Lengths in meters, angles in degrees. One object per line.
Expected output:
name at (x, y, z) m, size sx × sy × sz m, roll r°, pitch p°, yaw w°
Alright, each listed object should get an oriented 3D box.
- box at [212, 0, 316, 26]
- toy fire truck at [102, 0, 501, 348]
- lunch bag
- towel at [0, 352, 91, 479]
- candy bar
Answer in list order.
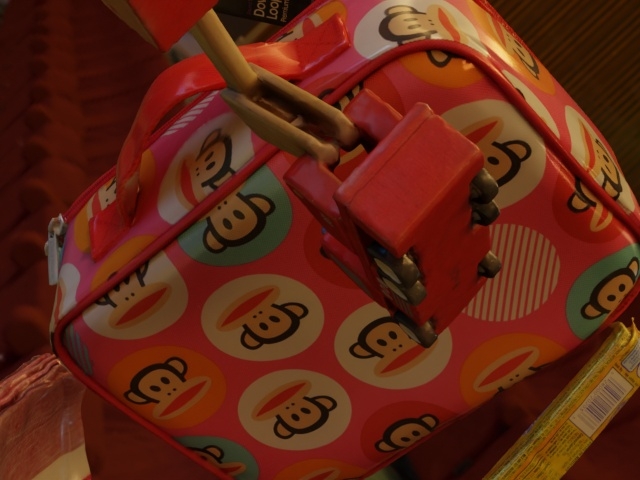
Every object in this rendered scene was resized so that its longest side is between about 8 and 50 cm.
box at (0.012, -0.183, 0.742) m, size 0.162 × 0.029 × 0.116 m, roll 12°, pitch -39°, yaw 2°
toy fire truck at (-0.001, -0.037, 0.413) m, size 0.135 × 0.047 × 0.192 m, roll 41°, pitch -7°, yaw 19°
lunch bag at (0.000, 0.000, 0.614) m, size 0.258 × 0.293 × 0.120 m, roll 40°, pitch 25°, yaw -34°
towel at (-0.151, 0.243, 0.648) m, size 0.237 × 0.037 × 0.329 m, roll -67°, pitch 148°, yaw -81°
candy bar at (0.120, 0.109, 0.605) m, size 0.040 × 0.161 × 0.018 m, roll 42°, pitch -2°, yaw -26°
